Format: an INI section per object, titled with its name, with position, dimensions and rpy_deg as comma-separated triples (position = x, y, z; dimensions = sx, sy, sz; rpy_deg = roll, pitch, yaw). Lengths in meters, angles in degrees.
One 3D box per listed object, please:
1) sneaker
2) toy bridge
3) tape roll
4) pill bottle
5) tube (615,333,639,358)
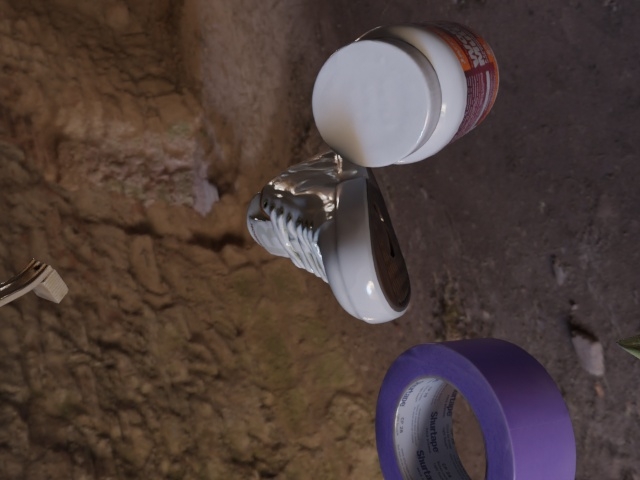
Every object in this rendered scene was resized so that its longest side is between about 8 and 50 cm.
[sneaker]
position = 0.000, 0.000, 0.625
dimensions = 0.290, 0.123, 0.106
rpy_deg = -94, -18, -70
[toy bridge]
position = -0.258, 0.086, 0.532
dimensions = 0.026, 0.188, 0.063
rpy_deg = 19, 147, 22
[tape roll]
position = 0.138, 0.188, 0.700
dimensions = 0.189, 0.080, 0.189
rpy_deg = -3, 86, 57
[pill bottle]
position = 0.083, -0.137, 0.678
dimensions = 0.221, 0.121, 0.121
rpy_deg = -34, -61, -61
[tube]
position = 0.284, 0.095, 0.427
dimensions = 0.062, 0.070, 0.240
rpy_deg = -61, 22, 8
